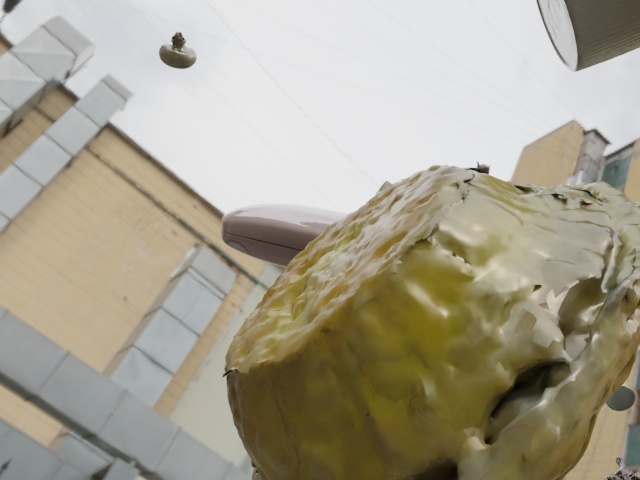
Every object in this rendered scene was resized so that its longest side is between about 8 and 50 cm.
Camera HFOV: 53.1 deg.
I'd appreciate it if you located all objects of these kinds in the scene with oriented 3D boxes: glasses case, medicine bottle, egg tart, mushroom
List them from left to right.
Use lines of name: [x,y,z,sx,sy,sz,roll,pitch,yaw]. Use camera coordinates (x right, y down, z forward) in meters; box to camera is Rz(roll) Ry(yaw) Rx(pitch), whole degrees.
mushroom: [-0.320,-0.430,1.443,0.085,0.085,0.079,20,-66,15]
glasses case: [0.000,0.000,0.831,0.297,0.113,0.075,14,-71,33]
egg tart: [0.057,0.070,0.481,0.169,0.388,0.388,47,-37,-8]
medicine bottle: [0.638,0.300,1.442,0.074,0.218,0.073,1,-73,4]
medicine bottle: [0.513,-0.398,0.889,0.385,0.224,0.224,-21,-53,13]

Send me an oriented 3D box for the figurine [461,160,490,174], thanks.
figurine: [0.358,-0.125,1.576,0.114,0.144,0.178,16,2,27]

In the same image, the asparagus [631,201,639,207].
asparagus: [0.664,-0.060,1.271,0.179,0.041,0.045,-3,-28,-10]

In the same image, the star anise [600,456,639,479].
star anise: [0.434,0.375,0.935,0.234,0.177,0.073,114,-47,-76]
